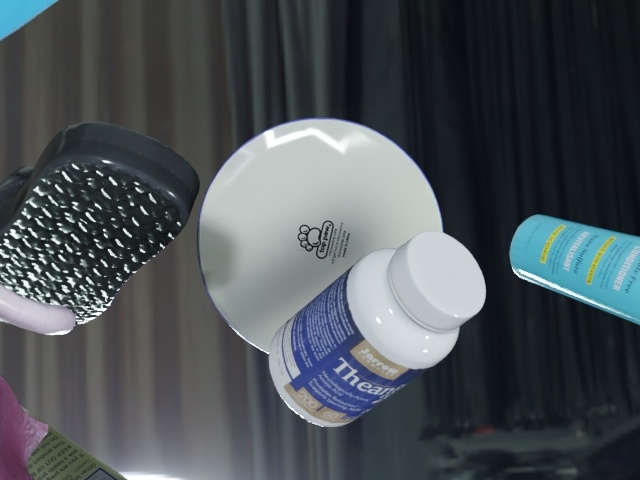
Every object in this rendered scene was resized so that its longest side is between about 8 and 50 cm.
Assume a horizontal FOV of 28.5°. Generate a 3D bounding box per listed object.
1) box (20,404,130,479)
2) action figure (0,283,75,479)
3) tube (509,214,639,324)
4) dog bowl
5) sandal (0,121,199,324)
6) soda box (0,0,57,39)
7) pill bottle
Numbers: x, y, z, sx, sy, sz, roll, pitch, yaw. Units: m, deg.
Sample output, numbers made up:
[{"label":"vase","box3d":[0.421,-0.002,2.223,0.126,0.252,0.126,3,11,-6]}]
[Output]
[{"label":"box","box3d":[-0.234,0.287,1.097,0.243,0.213,0.117,28,-136,26]},{"label":"action figure","box3d":[-0.218,0.034,0.543,0.248,0.275,0.370,16,145,22]},{"label":"tube","box3d":[0.228,0.028,0.904,0.052,0.080,0.207,33,171,-40]},{"label":"dog bowl","box3d":[0.000,0.000,1.362,0.265,0.264,0.104,-3,180,0]},{"label":"sandal","box3d":[-0.240,-0.016,1.195,0.168,0.107,0.446,30,147,-25]},{"label":"soda box","box3d":[-0.078,-0.133,0.427,0.210,0.071,0.067,-33,-163,5]},{"label":"pill bottle","box3d":[0.030,0.046,0.659,0.067,0.067,0.120,7,146,-36]}]
